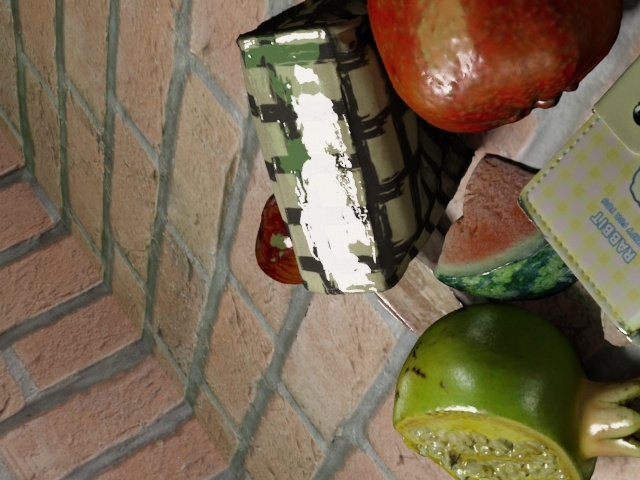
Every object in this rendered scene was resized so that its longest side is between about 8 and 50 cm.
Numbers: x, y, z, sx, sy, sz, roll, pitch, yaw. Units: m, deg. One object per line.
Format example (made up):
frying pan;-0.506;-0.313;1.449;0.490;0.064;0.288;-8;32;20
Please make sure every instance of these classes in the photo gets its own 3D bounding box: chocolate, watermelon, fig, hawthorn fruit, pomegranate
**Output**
chocolate;0.140;0.036;1.580;0.303;0.100;0.185;49;151;3
watermelon;0.242;-0.017;1.328;0.202;0.136;0.207;48;138;14
fig;-0.002;-0.006;1.784;0.175;0.207;0.175;-170;90;-85
hawthorn fruit;0.162;-0.269;1.076;0.254;0.254;0.300;-26;84;65
pomegranate;0.277;0.202;1.394;0.358;0.216;0.310;-9;136;29

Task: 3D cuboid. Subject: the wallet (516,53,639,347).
wallet;0.342;-0.076;0.965;0.309;0.077;0.223;-53;46;29

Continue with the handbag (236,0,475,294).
handbag;0.060;-0.151;1.269;0.162;0.327;0.325;-1;119;28

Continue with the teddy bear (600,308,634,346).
teddy bear;0.405;0.053;1.052;0.267;0.151;0.236;26;132;58
